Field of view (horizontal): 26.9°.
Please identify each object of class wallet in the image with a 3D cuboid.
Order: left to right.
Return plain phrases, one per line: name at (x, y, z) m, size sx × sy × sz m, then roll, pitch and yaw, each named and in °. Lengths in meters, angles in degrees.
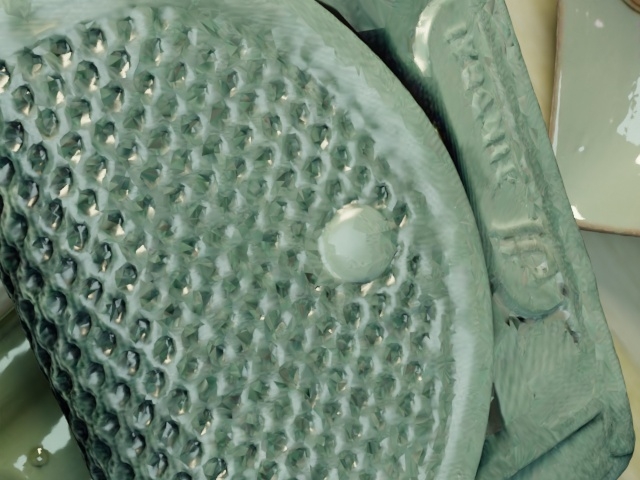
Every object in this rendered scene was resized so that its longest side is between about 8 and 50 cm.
wallet at (0.000, 0.000, 0.519) m, size 0.237 × 0.075 × 0.342 m, roll -28°, pitch 105°, yaw -28°

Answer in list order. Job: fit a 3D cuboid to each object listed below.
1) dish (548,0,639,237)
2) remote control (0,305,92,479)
dish at (0.201, -0.066, 0.541) m, size 0.077 × 0.212 × 0.151 m, roll -25°, pitch 121°, yaw -47°
remote control at (-0.179, 0.166, 0.523) m, size 0.335 × 0.065 × 0.128 m, roll -43°, pitch 104°, yaw -7°
